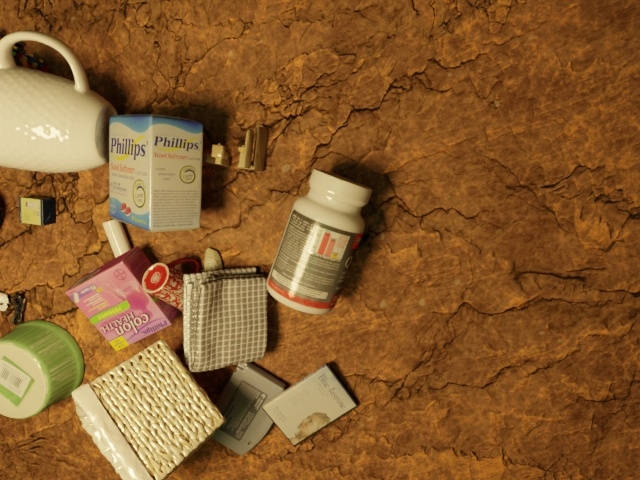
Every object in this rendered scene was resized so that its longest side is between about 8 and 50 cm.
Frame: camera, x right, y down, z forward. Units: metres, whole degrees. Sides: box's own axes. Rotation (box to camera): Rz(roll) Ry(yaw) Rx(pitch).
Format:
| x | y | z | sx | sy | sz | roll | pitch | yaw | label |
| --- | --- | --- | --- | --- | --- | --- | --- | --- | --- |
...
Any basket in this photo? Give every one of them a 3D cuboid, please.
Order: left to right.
| x | y | z | sx | sy | sz | roll | pitch | yaw | label |
| --- | --- | --- | --- | --- | --- | --- | --- | --- | --- |
| -0.495 | 0.517 | 1.186 | 0.331 | 0.266 | 0.328 | 46 | 140 | 10 | basket |

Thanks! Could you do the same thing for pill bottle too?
| x | y | z | sx | sy | sz | roll | pitch | yaw | label |
| --- | --- | --- | --- | --- | --- | --- | --- | --- | --- |
| 0.000 | 0.000 | 1.141 | 0.210 | 0.210 | 0.363 | 21 | 102 | 3 | pill bottle |

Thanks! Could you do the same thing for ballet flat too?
| x | y | z | sx | sy | sz | roll | pitch | yaw | label |
| --- | --- | --- | --- | --- | --- | --- | --- | --- | --- |
| -0.334 | 0.107 | 1.282 | 0.057 | 0.052 | 0.169 | -6 | 99 | 8 | ballet flat |

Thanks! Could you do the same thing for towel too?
| x | y | z | sx | sy | sz | roll | pitch | yaw | label |
| --- | --- | --- | --- | --- | --- | --- | --- | --- | --- |
| -0.273 | 0.229 | 1.210 | 0.234 | 0.121 | 0.284 | -2 | 100 | -33 | towel |

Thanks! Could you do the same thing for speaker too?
| x | y | z | sx | sy | sz | roll | pitch | yaw | label |
| --- | --- | --- | --- | --- | --- | --- | --- | --- | --- |
| -0.639 | 0.000 | 1.301 | 0.055 | 0.055 | 0.136 | -17 | 97 | 10 | speaker |

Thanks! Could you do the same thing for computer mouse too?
| x | y | z | sx | sy | sz | roll | pitch | yaw | label |
| --- | --- | --- | --- | --- | --- | --- | --- | --- | --- |
| -1.104 | 0.210 | 1.402 | 0.192 | 0.042 | 0.106 | 19 | 102 | 4 | computer mouse |

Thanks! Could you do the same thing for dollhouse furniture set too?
| x | y | z | sx | sy | sz | roll | pitch | yaw | label |
| --- | --- | --- | --- | --- | --- | --- | --- | --- | --- |
| -0.255 | -0.274 | 1.175 | 0.151 | 0.144 | 0.123 | 10 | 96 | 20 | dollhouse furniture set |

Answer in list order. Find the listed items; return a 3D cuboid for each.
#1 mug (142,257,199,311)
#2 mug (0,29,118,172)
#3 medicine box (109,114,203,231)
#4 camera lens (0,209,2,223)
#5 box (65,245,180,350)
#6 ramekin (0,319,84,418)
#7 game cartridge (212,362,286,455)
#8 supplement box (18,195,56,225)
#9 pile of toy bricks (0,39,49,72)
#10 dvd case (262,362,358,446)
| x | y | z | sx | sy | sz | roll | pitch | yaw | label |
| --- | --- | --- | --- | --- | --- | --- | --- | --- | --- |
| -0.439 | 0.123 | 1.232 | 0.113 | 0.169 | 0.151 | -17 | 61 | 14 | mug |
| -0.751 | -0.367 | 1.126 | 0.327 | 0.276 | 0.375 | 9 | 119 | -5 | mug |
| -0.460 | -0.190 | 1.138 | 0.263 | 0.149 | 0.290 | 14 | 104 | 41 | medicine box |
| -1.174 | -0.096 | 1.269 | 0.274 | 0.219 | 0.220 | 33 | 102 | 1 | camera lens |
| -0.595 | 0.180 | 1.267 | 0.213 | 0.117 | 0.243 | -26 | 111 | 10 | box |
| -0.974 | 0.434 | 1.370 | 0.303 | 0.148 | 0.304 | 1 | 100 | 7 | ramekin |
| -0.243 | 0.551 | 1.348 | 0.196 | 0.060 | 0.294 | 32 | 102 | 4 | game cartridge |
| -0.906 | -0.096 | 1.317 | 0.083 | 0.056 | 0.084 | 7 | 101 | 6 | supplement box |
| -0.944 | -0.530 | 1.236 | 0.212 | 0.118 | 0.105 | 30 | 136 | -8 | pile of toy bricks |
| -0.031 | 0.522 | 1.300 | 0.253 | 0.022 | 0.180 | -34 | 103 | 3 | dvd case |
